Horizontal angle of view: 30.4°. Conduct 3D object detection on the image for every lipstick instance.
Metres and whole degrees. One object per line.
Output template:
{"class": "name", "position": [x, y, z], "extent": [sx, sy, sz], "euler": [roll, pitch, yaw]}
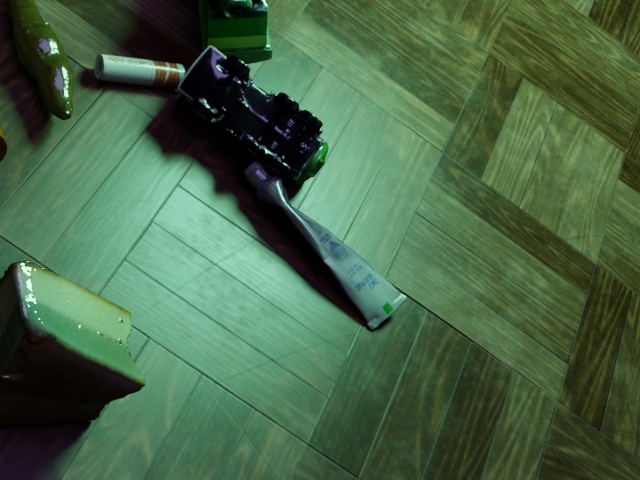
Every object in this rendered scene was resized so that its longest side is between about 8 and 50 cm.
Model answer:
{"class": "lipstick", "position": [-0.266, -0.249, 1.739], "extent": [0.130, 0.038, 0.038], "euler": [2, 57, -33]}

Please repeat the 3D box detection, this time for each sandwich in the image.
{"class": "sandwich", "position": [-0.285, 0.117, 1.320], "extent": [0.186, 0.220, 0.108], "euler": [1, 56, -33]}

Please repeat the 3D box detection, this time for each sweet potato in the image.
{"class": "sweet potato", "position": [-0.395, -0.274, 1.655], "extent": [0.067, 0.067, 0.274], "euler": [-5, 59, -36]}

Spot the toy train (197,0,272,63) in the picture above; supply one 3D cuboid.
{"class": "toy train", "position": [-0.142, -0.436, 1.854], "extent": [0.120, 0.202, 0.301], "euler": [-4, 57, -9]}

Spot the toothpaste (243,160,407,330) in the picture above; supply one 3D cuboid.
{"class": "toothpaste", "position": [0.000, 0.000, 1.727], "extent": [0.301, 0.048, 0.075], "euler": [47, 34, 2]}

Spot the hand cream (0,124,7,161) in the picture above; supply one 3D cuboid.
{"class": "hand cream", "position": [-0.497, -0.230, 1.537], "extent": [0.139, 0.089, 0.314], "euler": [0, 54, -36]}

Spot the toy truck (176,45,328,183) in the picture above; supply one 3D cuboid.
{"class": "toy truck", "position": [-0.094, -0.181, 1.751], "extent": [0.242, 0.125, 0.101], "euler": [38, 88, -5]}
